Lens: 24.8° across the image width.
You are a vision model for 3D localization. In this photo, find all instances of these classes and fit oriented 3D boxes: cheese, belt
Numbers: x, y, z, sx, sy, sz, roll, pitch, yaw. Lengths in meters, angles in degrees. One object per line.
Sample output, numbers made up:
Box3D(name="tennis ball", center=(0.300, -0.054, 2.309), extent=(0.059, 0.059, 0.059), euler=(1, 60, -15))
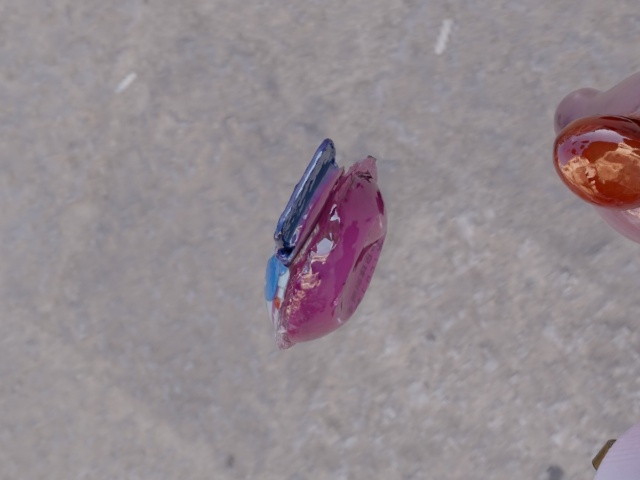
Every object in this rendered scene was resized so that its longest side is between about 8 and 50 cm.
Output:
Box3D(name="cheese", center=(0.000, 0.000, 1.022), extent=(0.062, 0.244, 0.155), euler=(24, 78, 14))
Box3D(name="belt", center=(0.328, 0.240, 1.541), extent=(0.036, 0.083, 0.059), euler=(-57, 35, 19))

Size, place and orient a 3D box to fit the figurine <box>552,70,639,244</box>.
Box3D(name="figurine", center=(0.392, -0.091, 1.607), extent=(0.269, 0.261, 0.211), euler=(-26, 99, 4))

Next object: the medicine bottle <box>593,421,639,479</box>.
Box3D(name="medicine bottle", center=(0.368, 0.212, 1.037), extent=(0.325, 0.256, 0.256), euler=(-18, 94, 59))
